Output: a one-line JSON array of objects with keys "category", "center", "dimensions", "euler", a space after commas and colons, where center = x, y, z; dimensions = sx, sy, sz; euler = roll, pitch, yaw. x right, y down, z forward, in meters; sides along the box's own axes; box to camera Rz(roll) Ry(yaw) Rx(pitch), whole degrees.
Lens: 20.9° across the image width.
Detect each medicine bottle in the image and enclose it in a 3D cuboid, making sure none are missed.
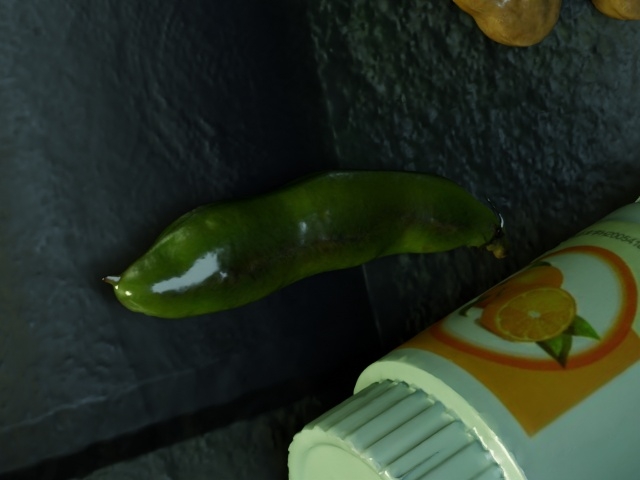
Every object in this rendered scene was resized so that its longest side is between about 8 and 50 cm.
[{"category": "medicine bottle", "center": [0.144, 0.085, 0.939], "dimensions": [0.318, 0.158, 0.158], "euler": [-30, 106, -28]}]

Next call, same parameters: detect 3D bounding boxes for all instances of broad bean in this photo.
[{"category": "broad bean", "center": [0.000, -0.004, 0.914], "dimensions": [0.254, 0.046, 0.065], "euler": [-10, 110, -32]}]

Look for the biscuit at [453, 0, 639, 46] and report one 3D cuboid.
[{"category": "biscuit", "center": [0.131, -0.265, 0.990], "dimensions": [0.186, 0.044, 0.295], "euler": [-18, 101, -32]}]
